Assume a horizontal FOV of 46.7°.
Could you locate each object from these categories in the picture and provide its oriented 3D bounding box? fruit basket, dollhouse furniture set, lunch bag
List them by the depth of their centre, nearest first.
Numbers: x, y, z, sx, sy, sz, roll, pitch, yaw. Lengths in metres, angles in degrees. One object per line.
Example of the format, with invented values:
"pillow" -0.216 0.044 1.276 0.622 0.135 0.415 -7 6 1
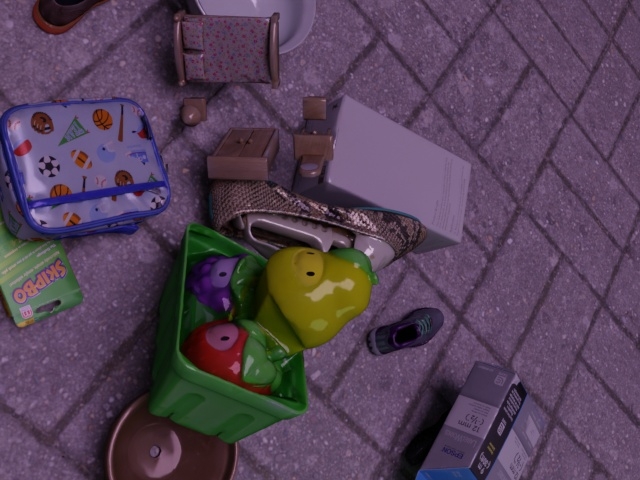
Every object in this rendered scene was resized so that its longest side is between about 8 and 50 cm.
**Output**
"fruit basket" -0.103 0.115 1.259 0.283 0.392 0.392 29 65 -26
"lunch bag" -0.408 -0.121 1.295 0.303 0.115 0.243 -15 87 -45
"dollhouse furniture set" -0.130 -0.305 1.375 0.174 0.303 0.356 -77 168 -61

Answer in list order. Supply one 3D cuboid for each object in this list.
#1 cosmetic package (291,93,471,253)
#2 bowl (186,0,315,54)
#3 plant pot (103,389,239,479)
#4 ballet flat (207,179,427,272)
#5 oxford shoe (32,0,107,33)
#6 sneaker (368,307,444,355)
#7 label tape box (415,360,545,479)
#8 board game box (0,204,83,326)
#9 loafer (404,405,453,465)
"cosmetic package" 0.144 -0.137 1.669 0.385 0.156 0.217 24 67 -27
"bowl" -0.167 -0.505 1.551 0.297 0.134 0.298 8 76 -33
"plant pot" -0.271 0.373 1.299 0.237 0.109 0.237 8 75 -32
"ballet flat" 0.000 0.000 1.502 0.482 0.164 0.182 15 51 -20
"oxford shoe" -0.425 -0.498 1.396 0.097 0.098 0.271 40 61 -21
"sneaker" 0.218 0.206 1.673 0.223 0.098 0.083 -19 90 -35
"label tape box" 0.348 0.479 1.624 0.348 0.115 0.249 -57 135 -24
"board game box" -0.510 0.009 1.264 0.124 0.039 0.259 -24 90 -36
"loafer" 0.279 0.448 1.674 0.223 0.076 0.078 -26 87 -39
